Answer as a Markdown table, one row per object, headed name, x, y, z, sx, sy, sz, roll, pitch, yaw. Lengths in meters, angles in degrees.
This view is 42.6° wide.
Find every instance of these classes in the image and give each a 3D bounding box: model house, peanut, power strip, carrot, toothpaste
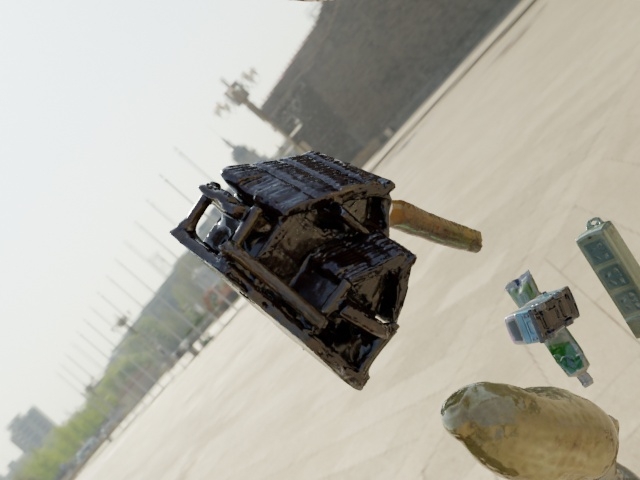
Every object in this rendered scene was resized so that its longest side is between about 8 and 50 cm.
| name | x | y | z | sx | sy | sz | roll | pitch | yaw |
| --- | --- | --- | --- | --- | --- | --- | --- | --- | --- |
| model house | 0.000 | 0.000 | 1.237 | 0.282 | 0.297 | 0.317 | -50 | 45 | -8 |
| peanut | 0.261 | 0.240 | 1.020 | 0.137 | 0.253 | 0.122 | 38 | 109 | 53 |
| power strip | 0.610 | 0.078 | 1.653 | 0.052 | 0.272 | 0.078 | -34 | 2 | -42 |
| carrot | 0.252 | -0.030 | 1.825 | 0.070 | 0.260 | 0.070 | -43 | 38 | 47 |
| toothpaste | 0.450 | 0.175 | 1.593 | 0.047 | 0.248 | 0.078 | -23 | -15 | -40 |

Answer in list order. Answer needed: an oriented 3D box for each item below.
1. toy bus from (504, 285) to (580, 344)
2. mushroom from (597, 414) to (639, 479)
| name | x | y | z | sx | sy | sz | roll | pitch | yaw |
| --- | --- | --- | --- | --- | --- | --- | --- | --- | --- |
| toy bus | 0.352 | 0.121 | 1.309 | 0.123 | 0.060 | 0.075 | -22 | 0 | -43 |
| mushroom | 0.444 | 0.391 | 1.313 | 0.209 | 0.206 | 0.206 | -57 | 3 | -3 |
